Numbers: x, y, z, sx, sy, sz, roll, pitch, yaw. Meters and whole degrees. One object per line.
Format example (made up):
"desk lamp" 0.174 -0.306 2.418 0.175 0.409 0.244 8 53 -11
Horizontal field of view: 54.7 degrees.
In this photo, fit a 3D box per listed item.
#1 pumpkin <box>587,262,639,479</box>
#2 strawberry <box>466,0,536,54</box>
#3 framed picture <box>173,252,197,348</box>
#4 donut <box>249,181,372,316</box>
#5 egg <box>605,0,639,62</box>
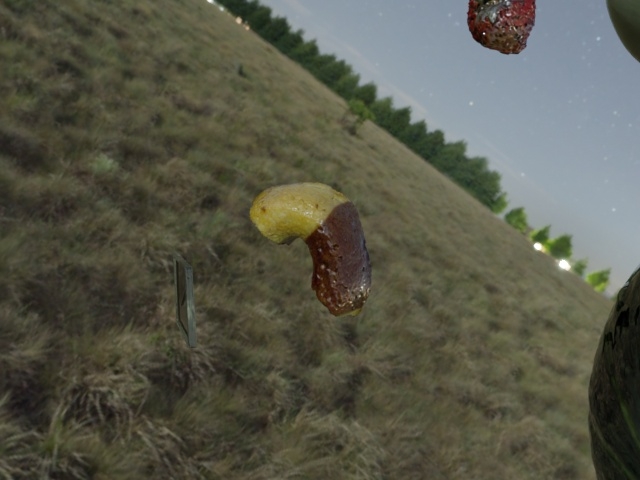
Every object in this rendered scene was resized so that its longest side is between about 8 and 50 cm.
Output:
"pumpkin" 0.266 0.115 0.271 0.241 0.324 0.323 0 15 -2
"strawberry" 0.218 -0.262 0.740 0.083 0.083 0.096 43 -1 32
"framed picture" -0.262 0.109 1.185 0.015 0.150 0.203 -4 7 -19
"donut" 0.000 0.000 1.105 0.295 0.151 0.112 48 23 3
"egg" 0.579 -0.405 0.997 0.218 0.218 0.296 50 -10 51
